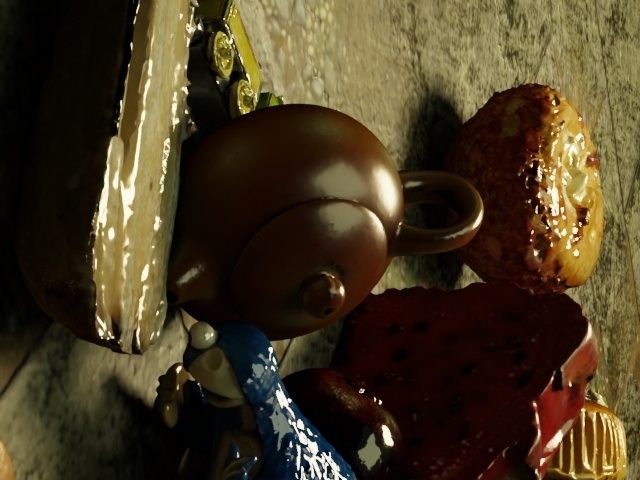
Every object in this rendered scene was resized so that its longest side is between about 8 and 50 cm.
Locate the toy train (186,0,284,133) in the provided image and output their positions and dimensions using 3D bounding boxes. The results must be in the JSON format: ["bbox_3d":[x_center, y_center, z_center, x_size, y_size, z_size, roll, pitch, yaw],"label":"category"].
[{"bbox_3d":[-0.062,-0.089,1.065,0.202,0.060,0.081,68,24,-44],"label":"toy train"}]

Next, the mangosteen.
[{"bbox_3d":[-0.004,0.169,1.152,0.140,0.140,0.140,1,90,-67],"label":"mangosteen"}]

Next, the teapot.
[{"bbox_3d":[0.000,0.000,1.015,0.135,0.252,0.178,-118,-153,-42],"label":"teapot"}]

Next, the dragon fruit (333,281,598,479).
[{"bbox_3d":[0.124,0.239,1.300,0.329,0.228,0.286,-69,152,-46],"label":"dragon fruit"}]

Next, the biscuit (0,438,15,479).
[{"bbox_3d":[-0.221,0.136,0.730,0.250,0.036,0.165,13,81,-67],"label":"biscuit"}]

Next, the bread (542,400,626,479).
[{"bbox_3d":[0.244,0.221,1.644,0.199,0.199,0.104,29,63,-65],"label":"bread"}]

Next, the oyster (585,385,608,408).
[{"bbox_3d":[0.302,0.258,1.922,0.214,0.083,0.222,47,55,-55],"label":"oyster"}]

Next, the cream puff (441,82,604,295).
[{"bbox_3d":[0.213,-0.046,1.588,0.240,0.164,0.240,40,43,-50],"label":"cream puff"}]

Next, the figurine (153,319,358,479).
[{"bbox_3d":[-0.035,0.157,1.013,0.262,0.121,0.164,83,-16,-46],"label":"figurine"}]

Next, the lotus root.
[{"bbox_3d":[-0.128,-0.097,0.896,0.167,0.078,0.329,73,23,-73],"label":"lotus root"}]
